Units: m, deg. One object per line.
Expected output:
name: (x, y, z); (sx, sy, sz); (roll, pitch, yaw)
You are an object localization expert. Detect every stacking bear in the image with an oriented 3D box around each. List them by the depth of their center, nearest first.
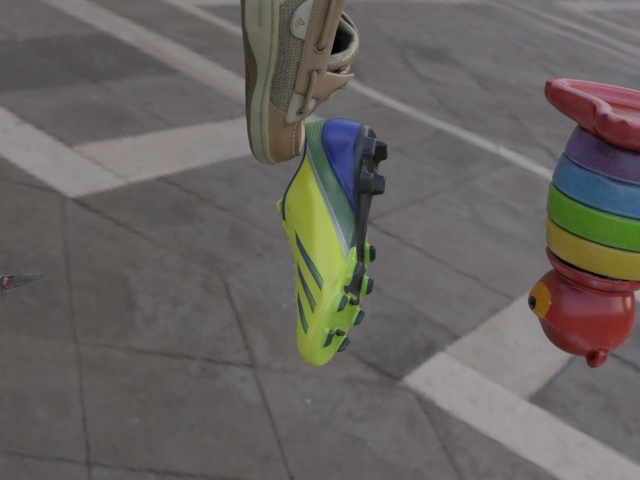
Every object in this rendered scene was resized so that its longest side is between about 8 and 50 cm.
stacking bear: (0.308, -0.009, 1.152); (0.164, 0.289, 0.175); (4, 22, -19)

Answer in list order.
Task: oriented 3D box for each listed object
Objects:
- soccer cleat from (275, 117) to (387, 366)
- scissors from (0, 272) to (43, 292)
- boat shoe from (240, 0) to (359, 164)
soccer cleat: (0.001, 0.000, 1.247); (0.121, 0.289, 0.093); (9, -1, 21)
scissors: (-0.447, 0.069, 1.467); (0.021, 0.109, 0.297); (0, -13, 7)
boat shoe: (-0.017, -0.176, 1.042); (0.110, 0.341, 0.122); (1, 66, -1)
